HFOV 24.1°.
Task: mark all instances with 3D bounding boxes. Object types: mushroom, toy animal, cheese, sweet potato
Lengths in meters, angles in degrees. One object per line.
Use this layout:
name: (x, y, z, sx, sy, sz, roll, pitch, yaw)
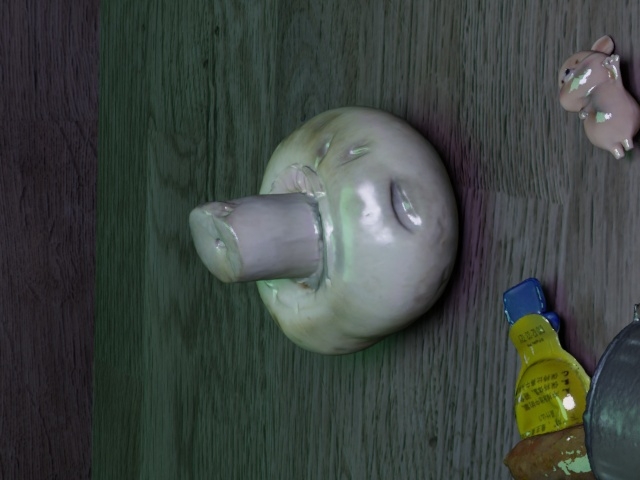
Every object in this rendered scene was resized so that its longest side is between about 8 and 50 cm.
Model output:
mushroom: (0.025, 0.006, 2.043, 0.353, 0.353, 0.325, 28, 147, 56)
toy animal: (0.322, -0.161, 1.726, 0.083, 0.089, 0.150, -25, 61, 14)
cheese: (0.277, 0.169, 1.826, 0.156, 0.064, 0.250, -33, 67, 55)
sweet potato: (0.367, 0.244, 1.651, 0.385, 0.109, 0.109, -9, 84, 44)

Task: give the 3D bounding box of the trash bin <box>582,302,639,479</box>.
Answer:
trash bin: (0.421, 0.193, 1.396, 0.301, 0.203, 0.252, 13, 100, 46)
